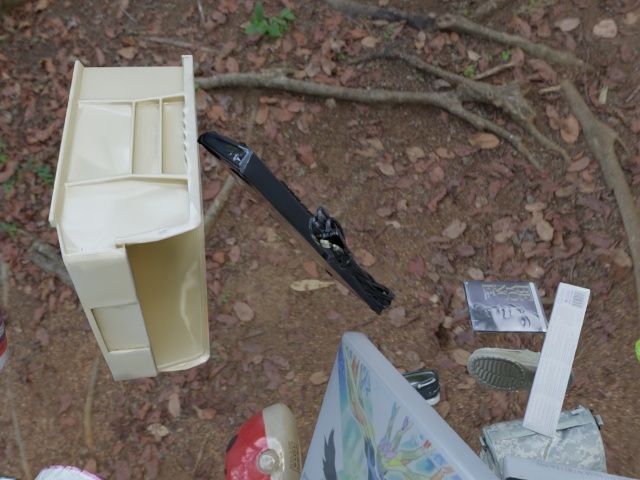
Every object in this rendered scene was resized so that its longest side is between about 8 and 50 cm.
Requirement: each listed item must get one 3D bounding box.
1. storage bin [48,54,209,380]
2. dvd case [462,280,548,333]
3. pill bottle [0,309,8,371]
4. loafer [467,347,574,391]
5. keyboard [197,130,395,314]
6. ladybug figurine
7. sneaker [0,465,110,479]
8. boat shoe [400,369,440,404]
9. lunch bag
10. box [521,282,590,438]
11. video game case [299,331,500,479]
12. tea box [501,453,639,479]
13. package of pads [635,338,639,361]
[{"bbox_3d":[-0.192,-0.018,0.579,0.123,0.262,0.260,-3,53,-13],"label":"storage bin"},{"bbox_3d":[0.537,0.192,1.503,0.221,0.018,0.164,2,53,-3],"label":"dvd case"},{"bbox_3d":[-0.524,0.040,0.659,0.181,0.181,0.323,7,107,22],"label":"pill bottle"},{"bbox_3d":[0.511,0.333,1.346,0.268,0.092,0.102,10,107,1],"label":"loafer"},{"bbox_3d":[0.000,0.000,0.584,0.033,0.317,0.201,-48,46,-4],"label":"keyboard"},{"bbox_3d":[-0.124,0.542,1.196,0.162,0.449,0.305,-4,56,-3],"label":"ladybug figurine"},{"bbox_3d":[-0.239,0.248,0.446,0.178,0.072,0.077,-20,45,26],"label":"sneaker"},{"bbox_3d":[0.205,0.442,1.532,0.302,0.114,0.091,-7,105,-12],"label":"boat shoe"},{"bbox_3d":[0.577,0.571,1.350,0.305,0.256,0.212,-12,29,3],"label":"lunch bag"},{"bbox_3d":[0.504,0.252,1.106,0.067,0.063,0.324,14,76,24],"label":"box"},{"bbox_3d":[0.071,0.318,0.608,0.329,0.036,0.300,41,120,59],"label":"video game case"},{"bbox_3d":[0.393,0.465,0.636,0.329,0.323,0.220,5,96,15],"label":"tea box"},{"bbox_3d":[0.368,0.152,0.300,0.101,0.229,0.296,-32,84,-17],"label":"package of pads"}]
